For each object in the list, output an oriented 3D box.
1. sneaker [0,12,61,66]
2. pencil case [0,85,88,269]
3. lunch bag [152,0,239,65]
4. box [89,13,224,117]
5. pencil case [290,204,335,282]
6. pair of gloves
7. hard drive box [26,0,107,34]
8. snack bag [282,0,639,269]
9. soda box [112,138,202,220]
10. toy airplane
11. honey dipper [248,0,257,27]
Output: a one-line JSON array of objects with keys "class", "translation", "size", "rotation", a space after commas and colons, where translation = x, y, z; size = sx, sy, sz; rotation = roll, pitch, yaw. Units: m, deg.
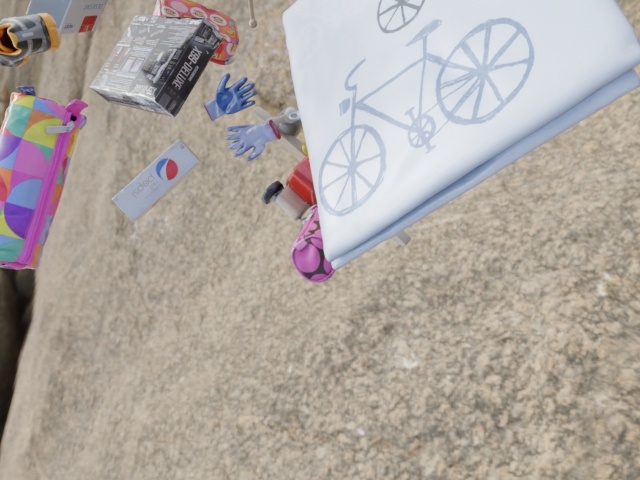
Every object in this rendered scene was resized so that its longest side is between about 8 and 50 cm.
[{"class": "sneaker", "translation": [-0.552, -0.353, 1.116], "size": [0.215, 0.083, 0.084], "rotation": [-3, 113, 39]}, {"class": "pencil case", "translation": [-0.382, -0.078, 0.818], "size": [0.104, 0.104, 0.236], "rotation": [13, 86, 52]}, {"class": "lunch bag", "translation": [-0.427, -0.716, 2.171], "size": [0.120, 0.293, 0.258], "rotation": [-60, 31, 34]}, {"class": "box", "translation": [-0.419, -0.449, 1.596], "size": [0.307, 0.076, 0.242], "rotation": [18, 76, 39]}, {"class": "pencil case", "translation": [0.000, 0.000, 1.190], "size": [0.095, 0.098, 0.209], "rotation": [-29, 12, 15]}, {"class": "pair of gloves", "translation": [-0.182, -0.281, 1.444], "size": [0.159, 0.198, 0.023], "rotation": [-17, 18, 36]}, {"class": "hard drive box", "translation": [-0.554, -0.603, 1.453], "size": [0.232, 0.089, 0.181], "rotation": [-56, 5, 23]}, {"class": "snack bag", "translation": [0.084, -0.188, 0.586], "size": [0.323, 0.037, 0.342], "rotation": [-36, 54, 38]}, {"class": "soda box", "translation": [-0.389, -0.144, 1.511], "size": [0.216, 0.074, 0.069], "rotation": [-42, 5, -2]}, {"class": "toy airplane", "translation": [0.030, -0.165, 1.549], "size": [0.272, 0.386, 0.384], "rotation": [-51, 38, 11]}, {"class": "honey dipper", "translation": [-0.145, -0.516, 1.283], "size": [0.030, 0.030, 0.161], "rotation": [19, 122, 53]}]
